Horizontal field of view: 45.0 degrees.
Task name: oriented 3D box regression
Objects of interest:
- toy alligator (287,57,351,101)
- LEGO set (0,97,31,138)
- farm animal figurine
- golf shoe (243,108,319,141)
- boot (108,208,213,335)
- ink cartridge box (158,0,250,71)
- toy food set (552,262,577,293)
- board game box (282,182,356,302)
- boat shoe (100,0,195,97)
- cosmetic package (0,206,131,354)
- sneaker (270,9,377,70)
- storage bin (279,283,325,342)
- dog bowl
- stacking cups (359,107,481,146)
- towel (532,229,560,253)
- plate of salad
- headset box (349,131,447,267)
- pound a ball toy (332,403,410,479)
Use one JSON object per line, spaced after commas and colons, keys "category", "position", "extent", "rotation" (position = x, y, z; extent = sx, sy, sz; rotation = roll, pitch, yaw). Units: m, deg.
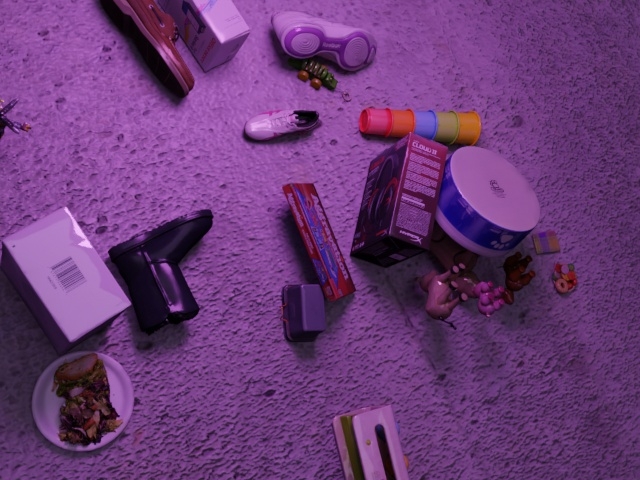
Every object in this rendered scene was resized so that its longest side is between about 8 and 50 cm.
{"category": "toy alligator", "position": [0.007, -0.411, 1.936], "extent": [0.189, 0.051, 0.056], "rotation": [29, 68, -14]}
{"category": "LEGO set", "position": [-0.750, -0.192, 1.484], "extent": [0.255, 0.192, 0.331], "rotation": [38, 66, -10]}
{"category": "farm animal figurine", "position": [0.338, 0.064, 1.894], "extent": [0.330, 0.172, 0.327], "rotation": [-8, 61, -38]}
{"category": "golf shoe", "position": [-0.092, -0.285, 1.845], "extent": [0.186, 0.086, 0.068], "rotation": [-14, 84, -24]}
{"category": "boot", "position": [-0.306, 0.068, 1.659], "extent": [0.246, 0.094, 0.207], "rotation": [-26, 84, -19]}
{"category": "ink cartridge box", "position": [-0.271, -0.524, 1.790], "extent": [0.093, 0.154, 0.212], "rotation": [-35, 92, -26]}
{"category": "toy food set", "position": [0.664, 0.100, 2.102], "extent": [0.083, 0.020, 0.083], "rotation": [-13, 82, -25]}
{"category": "board game box", "position": [0.000, 0.000, 1.795], "extent": [0.282, 0.027, 0.145], "rotation": [68, 20, 4]}
{"category": "boat shoe", "position": [-0.370, -0.472, 1.760], "extent": [0.104, 0.110, 0.307], "rotation": [-38, 93, -25]}
{"category": "cosmetic package", "position": [-0.500, 0.085, 1.502], "extent": [0.138, 0.224, 0.224], "rotation": [-34, 92, -28]}
{"category": "sneaker", "position": [0.013, -0.515, 1.928], "extent": [0.305, 0.114, 0.152], "rotation": [4, 38, -39]}
{"category": "storage bin", "position": [-0.038, 0.158, 1.754], "extent": [0.098, 0.091, 0.135], "rotation": [2, 76, -22]}
{"category": "dog bowl", "position": [0.392, -0.096, 1.857], "extent": [0.264, 0.104, 0.265], "rotation": [18, 46, -20]}
{"category": "stacking cups", "position": [0.258, -0.297, 1.988], "extent": [0.316, 0.096, 0.096], "rotation": [1, 77, -23]}
{"category": "towel", "position": [0.616, 0.005, 2.112], "extent": [0.083, 0.009, 0.060], "rotation": [-9, 81, -24]}
{"category": "plate of salad", "position": [-0.474, 0.321, 1.553], "extent": [0.199, 0.048, 0.200], "rotation": [6, 75, -22]}
{"category": "headset box", "position": [0.187, -0.104, 1.843], "extent": [0.110, 0.218, 0.293], "rotation": [19, 71, -17]}
{"category": "pound a ball toy", "position": [0.156, 0.523, 1.679], "extent": [0.135, 0.208, 0.319], "rotation": [-11, 81, -24]}
